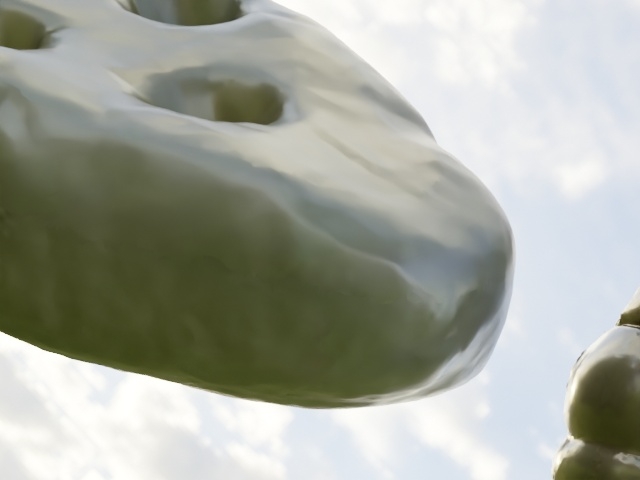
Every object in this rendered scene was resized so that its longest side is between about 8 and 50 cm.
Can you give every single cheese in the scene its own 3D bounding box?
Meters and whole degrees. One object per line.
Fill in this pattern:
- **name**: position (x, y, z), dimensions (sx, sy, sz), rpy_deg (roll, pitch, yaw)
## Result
- **cheese**: position (-0.103, -0.023, 0.703), dimensions (0.328, 0.351, 0.129), rpy_deg (35, -59, 40)

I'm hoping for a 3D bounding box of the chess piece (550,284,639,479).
- **chess piece**: position (0.135, 0.118, 0.703), dimensions (0.139, 0.307, 0.124), rpy_deg (16, -5, -41)
